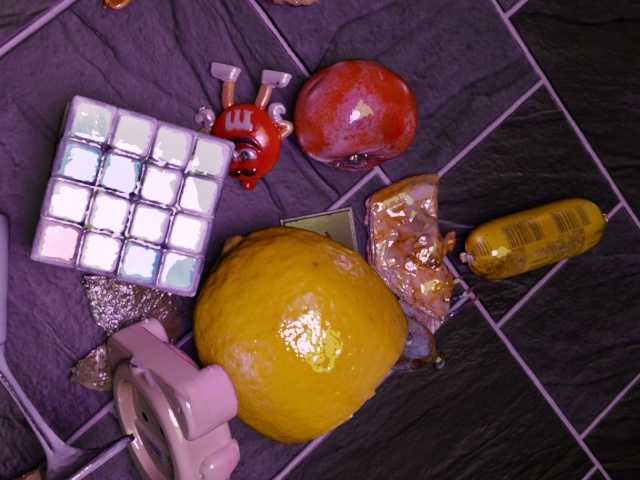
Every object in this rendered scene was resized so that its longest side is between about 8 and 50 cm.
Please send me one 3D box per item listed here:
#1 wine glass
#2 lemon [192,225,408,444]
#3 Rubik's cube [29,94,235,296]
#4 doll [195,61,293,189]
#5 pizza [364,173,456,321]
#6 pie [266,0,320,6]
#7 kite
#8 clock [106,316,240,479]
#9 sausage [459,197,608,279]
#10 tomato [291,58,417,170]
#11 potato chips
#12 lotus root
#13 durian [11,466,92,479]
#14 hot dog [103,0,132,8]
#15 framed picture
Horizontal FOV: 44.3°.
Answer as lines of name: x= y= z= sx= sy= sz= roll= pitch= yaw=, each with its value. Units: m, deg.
wine glass: x=-0.479 y=0.195 z=1.174 sx=0.267 sy=0.267 sz=0.406 roll=-33 pitch=88 yaw=-14
lemon: x=-0.058 y=0.138 z=1.333 sx=0.364 sy=0.364 sz=0.364 roll=-2 pitch=95 yaw=-19
Rubik's cube: x=-0.311 y=-0.070 z=1.268 sx=0.256 sy=0.253 sz=0.259 roll=13 pitch=91 yaw=-20
doll: x=-0.139 y=-0.199 z=1.395 sx=0.183 sy=0.085 sz=0.217 roll=11 pitch=102 yaw=16
pizza: x=0.184 y=0.024 z=1.544 sx=0.189 sy=0.071 sz=0.297 roll=-11 pitch=98 yaw=-18
pie: x=-0.084 y=-0.576 z=1.397 sx=0.308 sy=0.085 sz=0.308 roll=-1 pitch=93 yaw=-19
kite: x=0.222 y=0.138 z=1.597 sx=0.229 sy=0.016 sz=0.127 roll=-30 pitch=106 yaw=-14
clock: x=-0.241 y=0.307 z=1.297 sx=0.114 sy=0.284 sz=0.309 roll=-24 pitch=122 yaw=-35
sausage: x=0.435 y=-0.005 z=1.603 sx=0.347 sy=0.123 sz=0.123 roll=-15 pitch=99 yaw=-17
tomato: x=0.060 y=-0.231 z=1.409 sx=0.232 sy=0.232 sz=0.188 roll=-1 pitch=79 yaw=-19
potato chips: x=-0.350 y=0.163 z=1.383 sx=0.202 sy=0.029 sz=0.220 roll=24 pitch=87 yaw=-29
lotus root: x=0.158 y=0.201 z=1.536 sx=0.192 sy=0.088 sz=0.113 roll=23 pitch=111 yaw=-14
durian: x=-0.445 y=0.475 z=1.302 sx=0.167 sy=0.196 sz=0.196 roll=-21 pitch=101 yaw=-34
hot dog: x=-0.327 y=-0.443 z=1.350 sx=0.056 sy=0.041 sz=0.133 roll=46 pitch=72 yaw=-17
framed picture: x=0.000 y=0.000 z=1.510 sx=0.149 sy=0.011 sz=0.109 roll=-11 pitch=97 yaw=-18
